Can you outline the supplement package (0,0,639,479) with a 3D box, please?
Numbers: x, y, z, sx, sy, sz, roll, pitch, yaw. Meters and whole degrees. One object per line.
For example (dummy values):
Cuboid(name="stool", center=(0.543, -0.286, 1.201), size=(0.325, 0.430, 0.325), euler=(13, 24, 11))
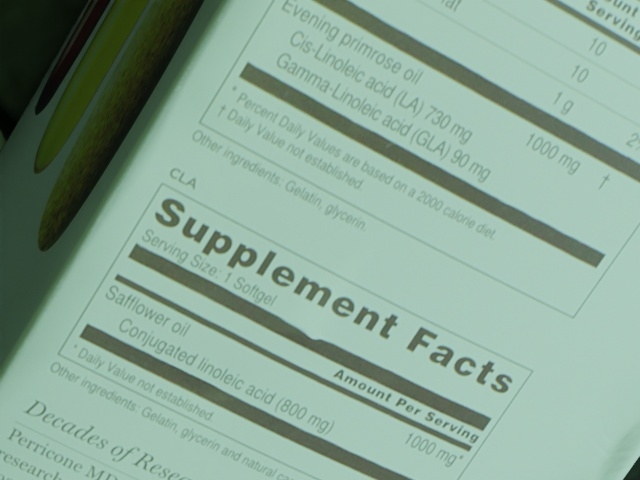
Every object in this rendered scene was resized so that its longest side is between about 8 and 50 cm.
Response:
Cuboid(name="supplement package", center=(0.000, 0.000, 0.448), size=(0.134, 0.139, 0.244), euler=(27, 107, -19))
